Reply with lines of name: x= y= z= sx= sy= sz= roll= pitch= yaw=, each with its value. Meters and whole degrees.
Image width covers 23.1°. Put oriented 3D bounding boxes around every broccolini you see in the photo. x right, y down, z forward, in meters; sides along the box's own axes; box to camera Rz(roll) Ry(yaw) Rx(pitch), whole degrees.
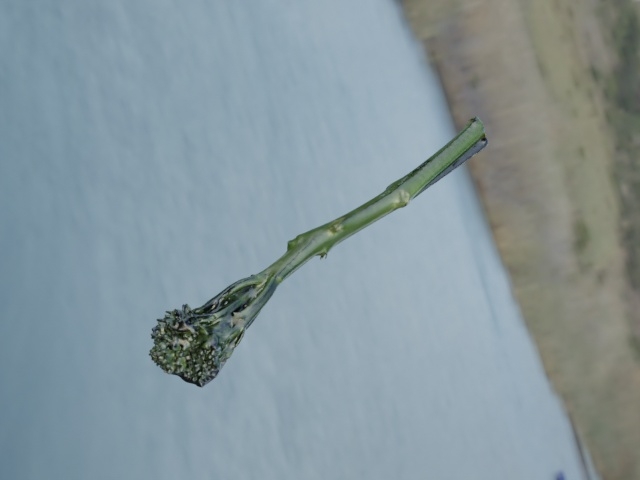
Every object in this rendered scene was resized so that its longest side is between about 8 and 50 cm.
broccolini: x=0.000 y=0.000 z=0.832 sx=0.044 sy=0.218 sz=0.042 roll=49 pitch=-16 yaw=8
